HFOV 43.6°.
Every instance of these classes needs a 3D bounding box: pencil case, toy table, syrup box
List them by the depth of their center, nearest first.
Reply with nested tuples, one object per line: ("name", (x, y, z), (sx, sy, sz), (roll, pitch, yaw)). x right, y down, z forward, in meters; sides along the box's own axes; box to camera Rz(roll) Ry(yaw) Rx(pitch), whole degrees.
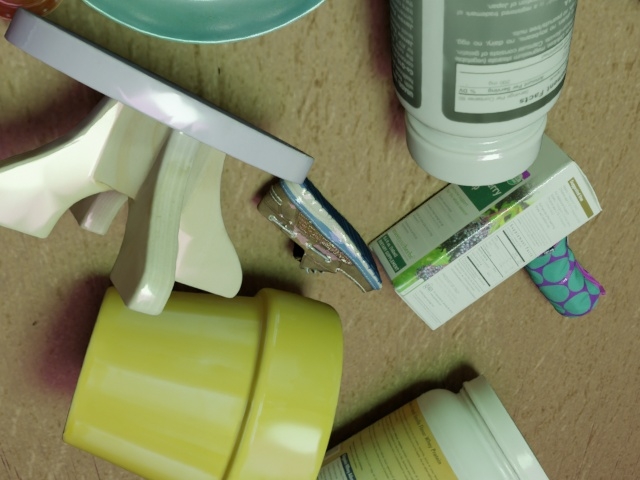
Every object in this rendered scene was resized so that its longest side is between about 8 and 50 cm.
("toy table", (-0.153, -0.059, 0.680), (0.274, 0.252, 0.161), (24, 97, -22))
("syrup box", (0.185, -0.015, 0.911), (0.237, 0.093, 0.096), (-37, 129, 9))
("pencil case", (0.301, 0.034, 1.010), (0.070, 0.064, 0.152), (-26, 132, 21))

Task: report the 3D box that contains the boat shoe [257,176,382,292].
("boat shoe", (0.000, 0.000, 0.879), (0.066, 0.066, 0.183), (-34, 120, 12))

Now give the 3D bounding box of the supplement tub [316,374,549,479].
("supplement tub", (0.134, 0.341, 1.072), (0.316, 0.228, 0.228), (-32, 130, 5))

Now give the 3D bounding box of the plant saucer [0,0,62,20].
("plant saucer", (-0.247, -0.220, 0.650), (0.083, 0.013, 0.083), (-10, 128, -13))

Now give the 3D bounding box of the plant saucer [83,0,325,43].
("plant saucer", (-0.088, -0.311, 0.623), (0.317, 0.044, 0.318), (-10, 127, -14))

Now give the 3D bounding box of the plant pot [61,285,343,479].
("plant pot", (-0.130, 0.159, 0.841), (0.239, 0.254, 0.254), (16, 119, -12))

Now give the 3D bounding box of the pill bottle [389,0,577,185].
("pill bottle", (0.141, -0.196, 0.707), (0.161, 0.161, 0.283), (-17, 139, -8))
